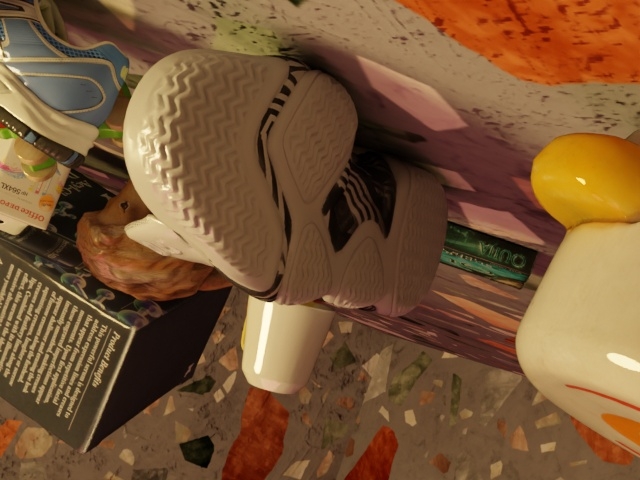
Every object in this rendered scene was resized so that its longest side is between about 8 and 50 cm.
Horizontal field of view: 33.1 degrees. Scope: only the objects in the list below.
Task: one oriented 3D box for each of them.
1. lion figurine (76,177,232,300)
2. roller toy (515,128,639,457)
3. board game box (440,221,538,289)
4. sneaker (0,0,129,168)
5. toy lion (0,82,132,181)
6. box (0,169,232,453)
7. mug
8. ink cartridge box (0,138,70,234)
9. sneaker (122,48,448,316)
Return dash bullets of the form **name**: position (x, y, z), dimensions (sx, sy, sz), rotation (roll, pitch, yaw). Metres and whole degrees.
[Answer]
- **lion figurine**: position (-0.207, 0.005, 1.335), dimensions (0.240, 0.142, 0.392), rotation (-4, 177, -23)
- **roller toy**: position (0.200, 0.037, 0.497), dimensions (0.209, 0.146, 0.191), rotation (23, 168, 35)
- **board game box**: position (0.113, 0.001, 1.042), dimensions (0.186, 0.026, 0.126), rotation (19, 174, 9)
- **sneaker**: position (-0.211, -0.134, 0.678), dimensions (0.211, 0.081, 0.080), rotation (37, 177, 6)
- **toy lion**: position (-0.181, -0.095, 0.725), dimensions (0.100, 0.096, 0.034), rotation (-23, 161, -12)
- **box**: position (-0.374, 0.065, 1.523), dimensions (0.395, 0.212, 0.293), rotation (31, -157, 12)
- **mug**: position (-0.026, 0.071, 0.756), dimensions (0.062, 0.064, 0.078), rotation (13, -179, 0)
- **ink cartridge box**: position (-0.381, -0.082, 1.353), dimensions (0.092, 0.143, 0.090), rotation (25, 172, -42)
- **sneaker**: position (-0.065, -0.037, 0.728), dimensions (0.210, 0.137, 0.366), rotation (14, 175, 28)
